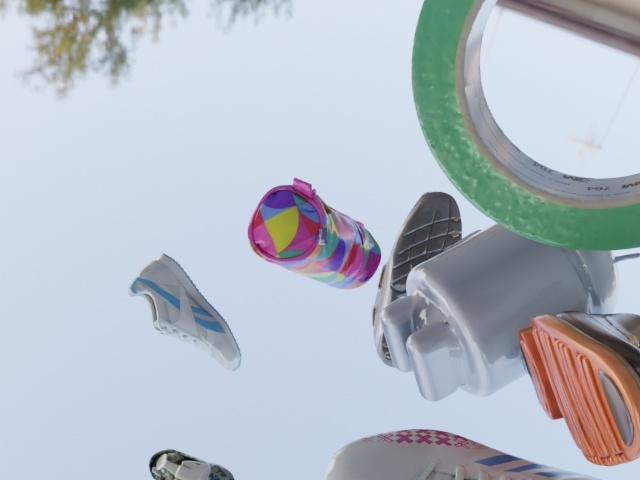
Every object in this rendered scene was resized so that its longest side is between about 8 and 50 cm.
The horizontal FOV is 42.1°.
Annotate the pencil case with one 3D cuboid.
[{"bbox_3d":[0.000,0.000,1.025,0.104,0.104,0.236,32,180,22],"label":"pencil case"}]

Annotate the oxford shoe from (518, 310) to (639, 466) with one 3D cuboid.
[{"bbox_3d":[0.270,0.110,0.759,0.132,0.130,0.363,-18,178,5],"label":"oxford shoe"}]

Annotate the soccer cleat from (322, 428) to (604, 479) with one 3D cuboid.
[{"bbox_3d":[0.168,0.246,0.781,0.331,0.143,0.116,11,-105,0],"label":"soccer cleat"}]

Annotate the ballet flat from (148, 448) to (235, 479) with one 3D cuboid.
[{"bbox_3d":[-0.186,0.328,1.152,0.070,0.070,0.188,-24,-170,-36],"label":"ballet flat"}]

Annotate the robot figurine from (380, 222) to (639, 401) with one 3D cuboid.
[{"bbox_3d":[0.259,0.079,1.143,0.353,0.200,0.300,-27,-141,-12],"label":"robot figurine"}]

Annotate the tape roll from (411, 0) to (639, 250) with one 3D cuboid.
[{"bbox_3d":[0.242,-0.152,0.725,0.321,0.321,0.077,24,-152,14],"label":"tape roll"}]

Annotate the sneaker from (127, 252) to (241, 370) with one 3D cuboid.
[{"bbox_3d":[-0.220,0.133,1.369,0.092,0.087,0.229,-42,-85,-20],"label":"sneaker"}]

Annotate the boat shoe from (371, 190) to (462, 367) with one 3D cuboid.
[{"bbox_3d":[0.155,0.061,1.471,0.123,0.324,0.116,13,-165,-17],"label":"boat shoe"}]
